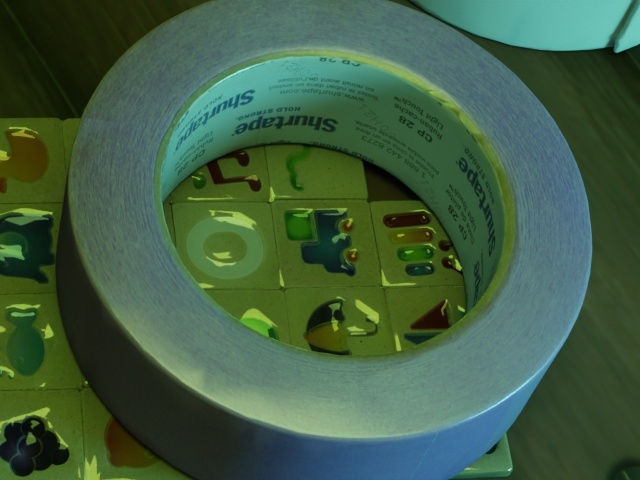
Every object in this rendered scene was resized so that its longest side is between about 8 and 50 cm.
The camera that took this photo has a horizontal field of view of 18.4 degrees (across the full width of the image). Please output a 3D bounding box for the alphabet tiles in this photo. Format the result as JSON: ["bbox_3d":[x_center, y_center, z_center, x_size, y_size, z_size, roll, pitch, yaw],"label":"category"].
[{"bbox_3d":[-0.074,0.054,1.057,0.343,0.011,0.285,-1,60,-13],"label":"alphabet tiles"}]

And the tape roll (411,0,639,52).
[{"bbox_3d":[0.144,-0.259,1.242,0.286,0.100,0.286,6,58,-9],"label":"tape roll"}]

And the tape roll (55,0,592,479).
[{"bbox_3d":[0.000,0.000,1.046,0.275,0.090,0.274,6,58,-10],"label":"tape roll"}]
